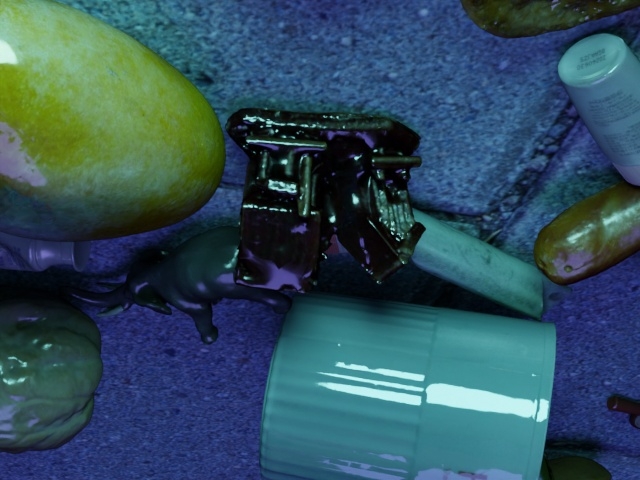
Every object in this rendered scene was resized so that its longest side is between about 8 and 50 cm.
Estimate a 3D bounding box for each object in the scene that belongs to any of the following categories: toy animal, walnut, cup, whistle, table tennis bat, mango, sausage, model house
[{"bbox_3d":[-0.155,0.056,1.496,0.269,0.082,0.137,-15,141,26],"label":"toy animal"},{"bbox_3d":[-0.366,0.149,1.511,0.224,0.224,0.224,-1,146,-1],"label":"walnut"},{"bbox_3d":[0.103,0.201,1.555,0.311,0.257,0.331,9,174,6],"label":"cup"},{"bbox_3d":[0.163,0.023,1.474,0.312,0.062,0.062,23,139,-33],"label":"whistle"},{"bbox_3d":[0.473,0.245,1.862,0.154,0.019,0.098,15,143,-28],"label":"table tennis bat"},{"bbox_3d":[-0.229,-0.098,1.166,0.221,0.199,0.384,-30,150,27],"label":"mango"},{"bbox_3d":[0.365,-0.039,1.358,0.302,0.103,0.076,-23,106,24],"label":"sausage"},{"bbox_3d":[0.007,-0.032,1.296,0.203,0.164,0.141,0,151,-4],"label":"model house"}]

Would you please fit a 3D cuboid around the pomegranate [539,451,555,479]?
[{"bbox_3d":[0.218,0.347,1.814,0.270,0.254,0.254,-34,161,-31],"label":"pomegranate"}]

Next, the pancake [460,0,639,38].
[{"bbox_3d":[0.231,-0.244,1.037,0.282,0.049,0.282,-14,163,-5],"label":"pancake"}]

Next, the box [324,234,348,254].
[{"bbox_3d":[0.000,0.000,1.476,0.083,0.012,0.046,-6,145,6],"label":"box"}]

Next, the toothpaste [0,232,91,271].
[{"bbox_3d":[-0.389,0.000,1.432,0.266,0.061,0.096,2,148,7],"label":"toothpaste"}]

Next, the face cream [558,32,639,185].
[{"bbox_3d":[0.300,-0.124,1.268,0.084,0.057,0.198,-18,145,25],"label":"face cream"}]

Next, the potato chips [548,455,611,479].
[{"bbox_3d":[0.331,0.367,1.966,0.208,0.062,0.195,-27,171,39],"label":"potato chips"}]
